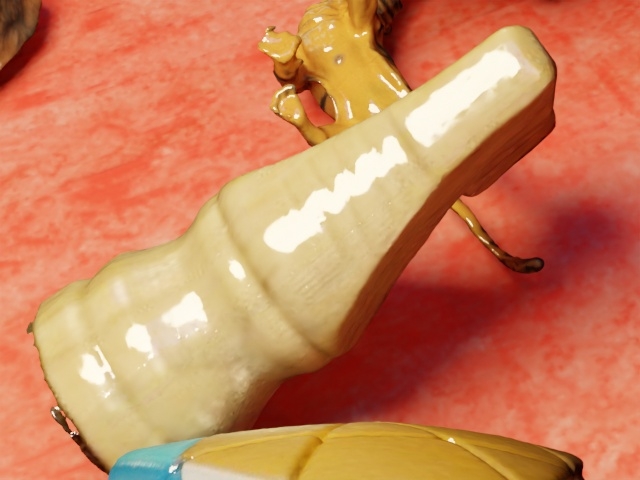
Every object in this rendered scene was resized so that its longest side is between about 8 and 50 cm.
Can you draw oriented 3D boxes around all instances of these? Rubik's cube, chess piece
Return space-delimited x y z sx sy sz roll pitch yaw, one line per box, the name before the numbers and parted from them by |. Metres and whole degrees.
Rubik's cube | 0.032 0.192 0.808 0.254 0.254 0.254 -5 54 7
chess piece | 0.000 0.000 0.941 0.301 0.137 0.137 -37 54 11

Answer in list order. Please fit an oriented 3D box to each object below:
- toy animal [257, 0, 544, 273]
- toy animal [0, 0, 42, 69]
toy animal | 0.046 -0.066 1.071 0.114 0.116 0.255 -32 63 3
toy animal | -0.275 -0.078 1.134 0.157 0.097 0.312 8 59 9
